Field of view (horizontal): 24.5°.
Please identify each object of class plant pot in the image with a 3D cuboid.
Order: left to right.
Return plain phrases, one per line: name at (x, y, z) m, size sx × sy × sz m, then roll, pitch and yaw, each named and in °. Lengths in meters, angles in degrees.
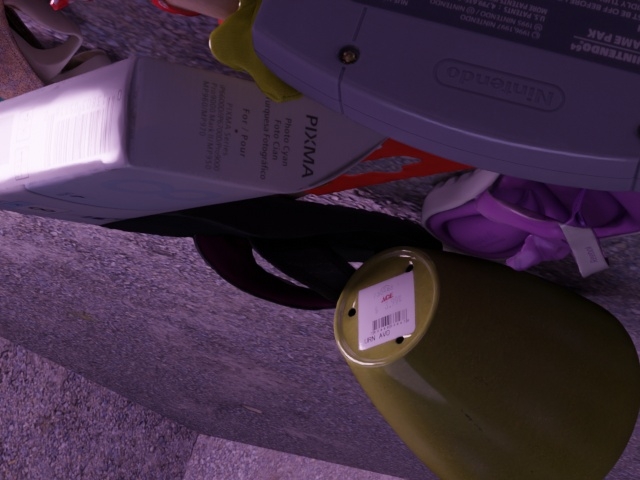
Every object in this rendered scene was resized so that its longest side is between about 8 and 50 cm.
plant pot at (0.157, 0.127, 1.600) m, size 0.275 × 0.274 × 0.293 m, roll 4°, pitch 158°, yaw 43°

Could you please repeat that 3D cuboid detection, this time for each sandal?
sandal at (-0.056, 0.015, 1.593) m, size 0.446 × 0.107 × 0.167 m, roll 9°, pitch 169°, yaw -38°
sandal at (0.210, -0.012, 1.367) m, size 0.169 × 0.102 × 0.416 m, roll 21°, pitch 166°, yaw -10°

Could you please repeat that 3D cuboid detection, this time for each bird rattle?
bird rattle at (-0.064, -0.173, 1.109) m, size 0.253 × 0.143 × 0.207 m, roll 11°, pitch 180°, yaw 35°

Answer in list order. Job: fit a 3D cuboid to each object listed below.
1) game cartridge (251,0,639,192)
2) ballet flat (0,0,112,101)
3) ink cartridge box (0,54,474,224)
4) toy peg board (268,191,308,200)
game cartridge at (0.121, -0.136, 0.869) m, size 0.297 × 0.198 × 0.062 m, roll 16°, pitch 165°, yaw 10°
ballet flat at (-0.259, -0.157, 1.418) m, size 0.106 × 0.107 × 0.316 m, roll -32°, pitch 148°, yaw 7°
ink cartridge box at (-0.072, -0.053, 1.258) m, size 0.385 × 0.091 × 0.308 m, roll 12°, pitch 169°, yaw -35°
toy peg board at (-0.089, -0.094, 1.525) m, size 0.161 × 0.079 × 0.161 m, roll 8°, pitch 170°, yaw -23°
